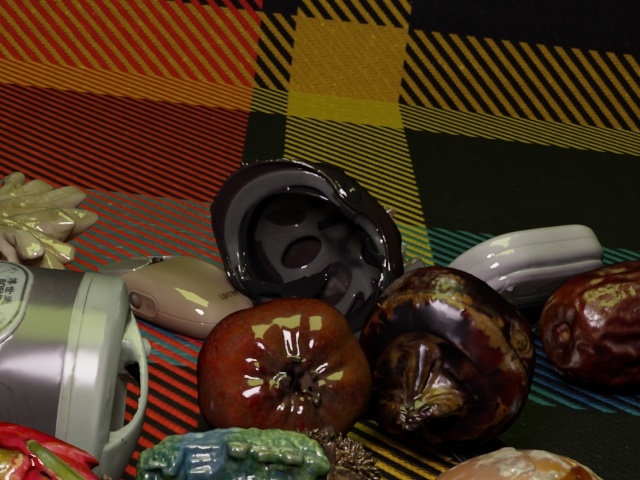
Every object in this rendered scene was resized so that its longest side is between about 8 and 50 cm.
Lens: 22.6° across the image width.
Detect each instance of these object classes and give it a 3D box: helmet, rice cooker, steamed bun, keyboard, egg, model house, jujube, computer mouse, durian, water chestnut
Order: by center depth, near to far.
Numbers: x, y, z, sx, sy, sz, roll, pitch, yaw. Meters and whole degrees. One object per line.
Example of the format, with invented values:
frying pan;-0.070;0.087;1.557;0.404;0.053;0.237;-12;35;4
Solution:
model house;-0.079;0.294;1.512;0.194;0.170;0.211;6;18;-12
egg;0.187;0.299;1.568;0.233;0.195;0.195;6;17;-14
rice cooker;-0.319;0.160;1.669;0.277;0.288;0.288;7;18;-1
durian;0.004;0.242;1.690;0.148;0.188;0.091;5;62;0
water chestnut;0.146;0.149;1.919;0.223;0.224;0.238;13;24;17
keyboard;0.199;0.260;1.960;0.093;0.025;0.230;2;18;-23
steamed bun;-0.445;0.011;2.169;0.247;0.189;0.428;18;23;-15
jujube;0.430;0.119;2.228;0.243;0.183;0.183;-6;22;-35
helmet;-0.002;-0.005;2.271;0.225;0.305;0.177;-31;7;27
computer mouse;-0.206;0.071;2.297;0.236;0.082;0.145;21;23;35

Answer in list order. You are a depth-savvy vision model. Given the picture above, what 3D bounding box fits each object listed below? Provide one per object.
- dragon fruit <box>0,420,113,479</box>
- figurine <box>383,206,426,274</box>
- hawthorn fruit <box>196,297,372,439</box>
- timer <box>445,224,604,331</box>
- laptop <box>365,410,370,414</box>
dragon fruit;-0.256;0.285;1.374;0.302;0.231;0.237;23;-12;23
figurine;0.000;0.000;2.498;0.207;0.166;0.387;-44;49;-19
hawthorn fruit;-0.058;0.164;1.898;0.208;0.208;0.248;0;-1;-21
timer;0.272;0.068;2.291;0.262;0.237;0.087;-6;61;-37
laptop;-0.006;0.184;2.110;0.207;0.026;0.154;7;18;1
